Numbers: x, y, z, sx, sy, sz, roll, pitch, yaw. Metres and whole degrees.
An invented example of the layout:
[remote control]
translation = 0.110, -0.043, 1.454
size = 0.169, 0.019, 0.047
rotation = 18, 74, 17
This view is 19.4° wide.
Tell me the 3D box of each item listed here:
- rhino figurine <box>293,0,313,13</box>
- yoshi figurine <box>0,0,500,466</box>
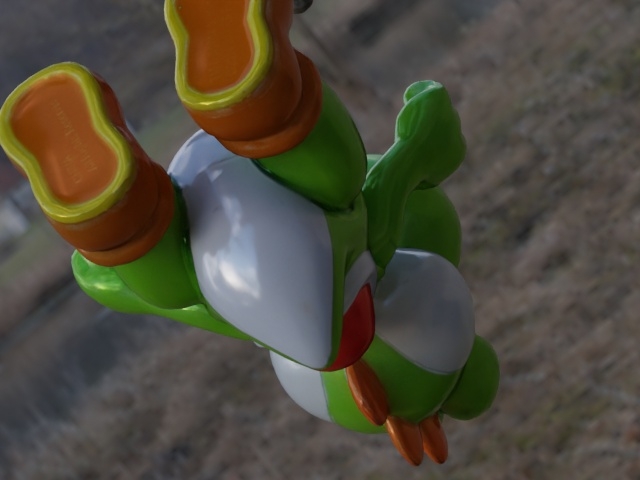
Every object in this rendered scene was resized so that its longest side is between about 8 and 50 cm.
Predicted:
[rhino figurine]
translation = -0.105, -0.217, 1.104
size = 0.073, 0.243, 0.106
rotation = -38, -37, -25
[yoshi figurine]
translation = -0.015, -0.015, 1.028
size = 0.204, 0.362, 0.203
rotation = 11, 68, 35
